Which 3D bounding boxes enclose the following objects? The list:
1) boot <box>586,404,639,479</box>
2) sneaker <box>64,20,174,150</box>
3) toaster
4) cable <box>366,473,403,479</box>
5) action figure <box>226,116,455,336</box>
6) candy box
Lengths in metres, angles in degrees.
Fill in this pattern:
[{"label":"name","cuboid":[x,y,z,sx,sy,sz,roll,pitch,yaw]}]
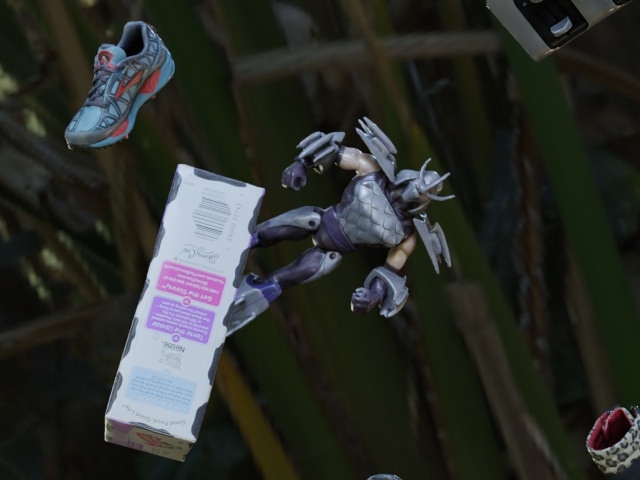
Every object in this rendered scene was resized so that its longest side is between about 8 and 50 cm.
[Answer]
[{"label":"boot","cuboid":[0.415,0.262,1.888,0.085,0.179,0.236,-17,18,41]},{"label":"sneaker","cuboid":[-0.337,-0.250,2.473,0.104,0.125,0.262,6,46,28]},{"label":"toaster","cuboid":[0.242,-0.283,1.541,0.168,0.110,0.186,-33,28,18]},{"label":"cable","cuboid":[0.078,0.320,1.373,0.139,0.287,0.072,-39,-29,-14]},{"label":"action figure","cuboid":[0.000,0.000,1.477,0.285,0.185,0.099,-25,2,20]},{"label":"candy box","cuboid":[-0.107,0.061,1.194,0.070,0.196,0.165,16,-15,-5]}]
